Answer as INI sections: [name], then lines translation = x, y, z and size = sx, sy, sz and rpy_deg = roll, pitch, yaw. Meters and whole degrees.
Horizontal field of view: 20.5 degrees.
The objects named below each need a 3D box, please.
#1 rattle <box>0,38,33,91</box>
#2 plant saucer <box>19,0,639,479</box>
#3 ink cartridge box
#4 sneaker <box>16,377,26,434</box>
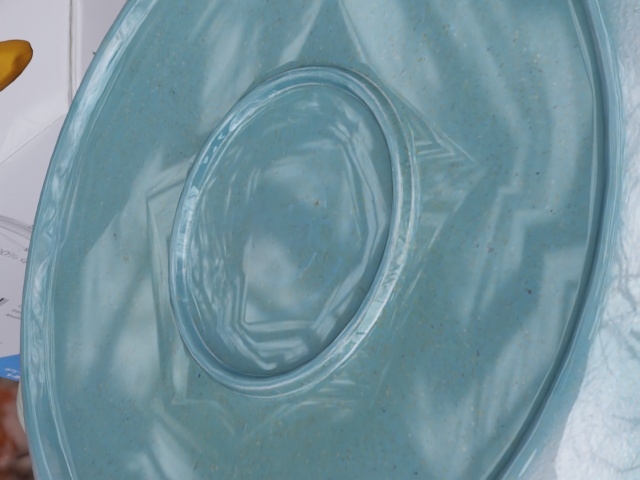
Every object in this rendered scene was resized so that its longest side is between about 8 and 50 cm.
[rattle]
translation = -0.262, -0.105, 0.853
size = 0.199, 0.130, 0.143
rpy_deg = 38, 85, -1
[plant saucer]
translation = 0.000, 0.000, 0.543
size = 0.317, 0.043, 0.318
rpy_deg = -19, 63, 41
[ink cartridge box]
translation = -0.190, -0.039, 1.414
size = 0.395, 0.285, 0.166
rpy_deg = -31, 52, 40
[sneaker]
translation = -0.020, 0.075, 0.797
size = 0.118, 0.222, 0.083
rpy_deg = 128, 149, -59
